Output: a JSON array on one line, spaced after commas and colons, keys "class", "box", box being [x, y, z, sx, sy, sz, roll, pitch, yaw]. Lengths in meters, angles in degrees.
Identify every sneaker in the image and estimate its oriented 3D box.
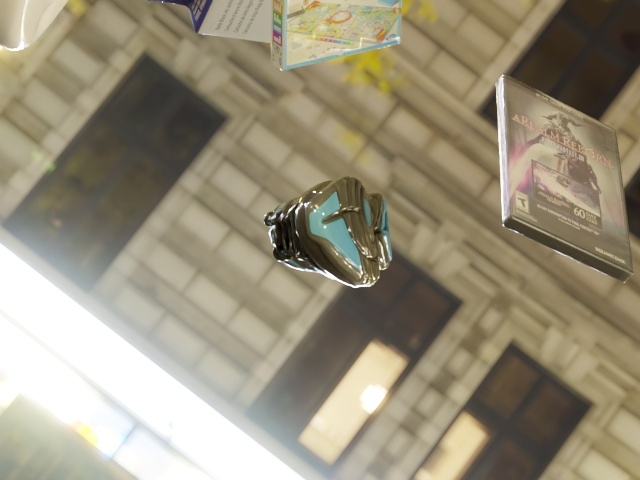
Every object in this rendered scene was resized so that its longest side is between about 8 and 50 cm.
[{"class": "sneaker", "box": [0.000, 0.000, 1.909, 0.139, 0.125, 0.341, -7, -5, 8]}]

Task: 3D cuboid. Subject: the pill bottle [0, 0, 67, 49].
[{"class": "pill bottle", "box": [-0.320, -0.295, 1.101, 0.361, 0.204, 0.204, 27, -9, -3]}]

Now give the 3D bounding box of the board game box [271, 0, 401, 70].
[{"class": "board game box", "box": [0.019, -0.249, 1.750, 0.026, 0.154, 0.103, 39, -44, 46]}]

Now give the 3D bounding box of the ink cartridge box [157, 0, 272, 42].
[{"class": "ink cartridge box", "box": [-0.068, -0.300, 1.842, 0.224, 0.045, 0.223, 6, -26, -15]}]

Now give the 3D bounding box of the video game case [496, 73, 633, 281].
[{"class": "video game case", "box": [0.321, -0.087, 2.155, 0.196, 0.274, 0.026, 24, -46, -21]}]
